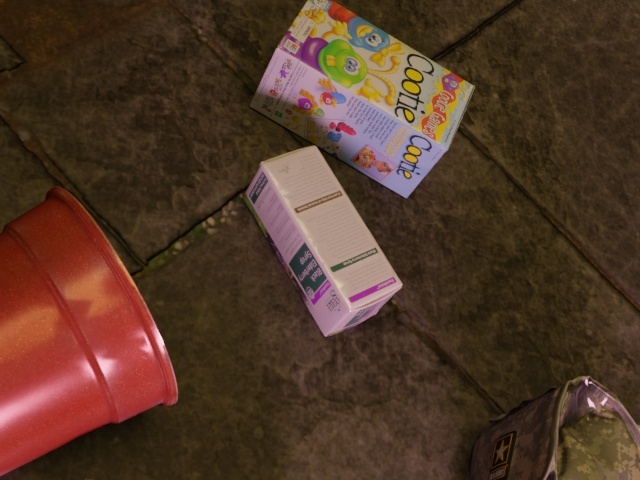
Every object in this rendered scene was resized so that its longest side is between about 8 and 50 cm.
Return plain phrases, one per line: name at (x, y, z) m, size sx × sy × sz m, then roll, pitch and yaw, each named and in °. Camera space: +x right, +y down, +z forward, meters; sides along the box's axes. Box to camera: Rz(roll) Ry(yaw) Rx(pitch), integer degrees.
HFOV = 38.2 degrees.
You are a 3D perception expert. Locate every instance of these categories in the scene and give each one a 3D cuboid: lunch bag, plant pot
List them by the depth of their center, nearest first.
plant pot at (-0.333, 0.123, 0.965) m, size 0.265 × 0.272 × 0.272 m, roll -30°, pitch 77°, yaw -24°
lunch bag at (0.288, 0.325, 1.102) m, size 0.168 × 0.235 × 0.287 m, roll -9°, pitch 67°, yaw -23°

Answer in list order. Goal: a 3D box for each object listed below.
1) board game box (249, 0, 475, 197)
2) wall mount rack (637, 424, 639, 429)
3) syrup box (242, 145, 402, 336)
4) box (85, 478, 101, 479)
board game box at (0.061, -0.213, 1.361) m, size 0.275 × 0.144 × 0.142 m, roll 30°, pitch 56°, yaw -5°
wall mount rack at (0.553, 0.346, 1.209) m, size 0.304 × 0.130 × 0.350 m, roll 40°, pitch 17°, yaw -1°
syrup box at (0.000, 0.000, 1.250) m, size 0.096 × 0.093 × 0.237 m, roll -21°, pitch 73°, yaw -30°
box at (-0.136, 0.363, 0.968) m, size 0.270 × 0.143 × 0.165 m, roll 12°, pitch 59°, yaw -15°
